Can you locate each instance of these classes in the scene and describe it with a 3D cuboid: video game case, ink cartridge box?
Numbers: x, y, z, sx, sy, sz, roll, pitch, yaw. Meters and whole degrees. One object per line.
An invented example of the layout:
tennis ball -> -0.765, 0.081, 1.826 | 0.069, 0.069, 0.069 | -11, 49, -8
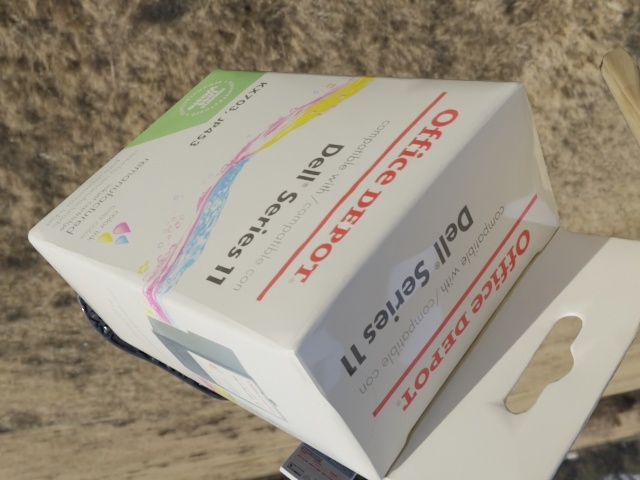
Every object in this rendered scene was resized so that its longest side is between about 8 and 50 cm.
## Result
video game case -> 0.013, 0.305, 1.021 | 0.122, 0.087, 0.011 | -40, 156, -44
ink cartridge box -> 0.000, 0.000, 0.449 | 0.354, 0.207, 0.119 | 15, 144, 44

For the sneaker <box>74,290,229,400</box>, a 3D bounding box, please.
sneaker -> -0.164, 0.090, 0.791 | 0.084, 0.235, 0.097 | -46, -167, 7

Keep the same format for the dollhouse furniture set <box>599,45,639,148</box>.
dollhouse furniture set -> 0.139, 0.042, 0.281 | 0.257, 0.362, 0.394 | -28, -160, 22
